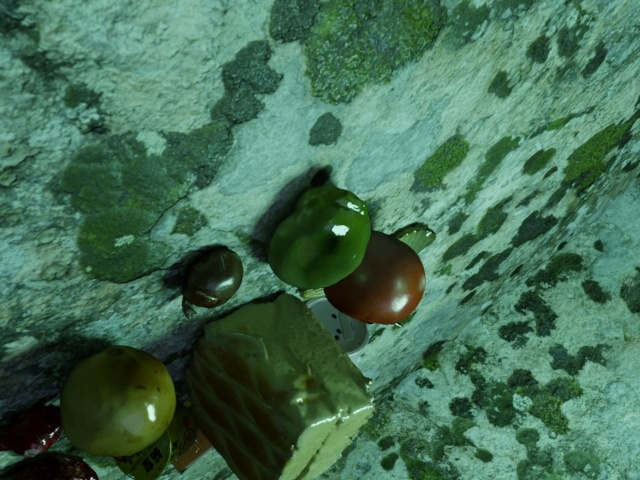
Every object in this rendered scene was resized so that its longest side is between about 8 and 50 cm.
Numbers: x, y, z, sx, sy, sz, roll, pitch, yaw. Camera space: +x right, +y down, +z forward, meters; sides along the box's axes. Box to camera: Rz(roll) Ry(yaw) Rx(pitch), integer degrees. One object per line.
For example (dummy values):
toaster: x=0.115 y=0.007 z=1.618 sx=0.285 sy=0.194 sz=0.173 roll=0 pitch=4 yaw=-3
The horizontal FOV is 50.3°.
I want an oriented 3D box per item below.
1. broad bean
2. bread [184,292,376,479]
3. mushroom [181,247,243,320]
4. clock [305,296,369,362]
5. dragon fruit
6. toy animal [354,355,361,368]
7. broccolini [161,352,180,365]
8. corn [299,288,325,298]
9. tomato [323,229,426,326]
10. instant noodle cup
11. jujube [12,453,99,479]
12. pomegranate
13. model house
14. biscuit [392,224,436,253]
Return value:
broad bean: x=0.000 y=-0.001 z=1.468 sx=0.238 sy=0.119 sz=0.291 roll=-17 pitch=144 yaw=-19
bread: x=-0.109 y=0.381 z=1.657 sx=0.279 sy=0.390 sz=0.371 roll=-23 pitch=152 yaw=-41
mushroom: x=-0.224 y=0.093 z=1.377 sx=0.135 sy=0.080 sz=0.170 roll=16 pitch=118 yaw=-49
clock: x=0.030 y=0.244 z=1.829 sx=0.197 sy=0.197 sz=0.068 roll=-21 pitch=150 yaw=-35
dragon fruit: x=-0.599 y=0.394 z=1.349 sx=0.190 sy=0.094 sz=0.094 roll=-22 pitch=150 yaw=-24
toy animal: x=0.012 y=0.369 z=1.975 sx=0.209 sy=0.154 sz=0.325 roll=-17 pitch=166 yaw=9
broccolini: x=-0.414 y=0.305 z=1.528 sx=0.218 sy=0.042 sz=0.044 roll=-32 pitch=153 yaw=-30
corn: x=-0.017 y=0.133 z=1.774 sx=0.092 sy=0.037 sz=0.037 roll=-4 pitch=137 yaw=-46
tomato: x=0.131 y=0.095 z=1.677 sx=0.256 sy=0.256 sz=0.224 roll=2 pitch=116 yaw=-55
instant noodle cup: x=-0.398 y=0.472 z=1.661 sx=0.182 sy=0.182 sz=0.144 roll=-49 pitch=164 yaw=18
jujube: x=-0.588 y=0.598 z=1.525 sx=0.213 sy=0.232 sz=0.213 roll=-29 pitch=148 yaw=-20
pomegranate: x=-0.394 y=0.311 z=1.334 sx=0.233 sy=0.233 sz=0.233 roll=-31 pitch=153 yaw=-18
model house: x=-0.331 y=0.534 z=1.881 sx=0.219 sy=0.136 sz=0.207 roll=-35 pitch=153 yaw=-10
biscuit: x=0.209 y=0.039 z=1.929 sx=0.273 sy=0.036 sz=0.187 roll=-37 pitch=155 yaw=-4
